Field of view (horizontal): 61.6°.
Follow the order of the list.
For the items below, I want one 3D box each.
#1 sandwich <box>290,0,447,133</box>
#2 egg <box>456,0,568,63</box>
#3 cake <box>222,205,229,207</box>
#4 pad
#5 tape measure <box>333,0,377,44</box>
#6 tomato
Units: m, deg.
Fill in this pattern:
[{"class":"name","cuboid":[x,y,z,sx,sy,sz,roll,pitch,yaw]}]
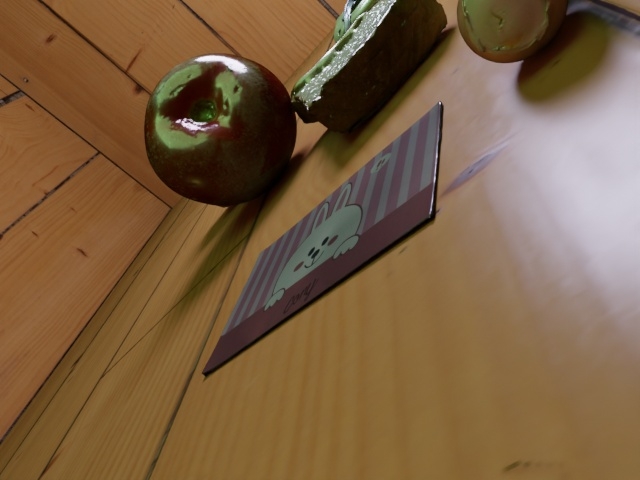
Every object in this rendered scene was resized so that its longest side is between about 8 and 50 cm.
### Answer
[{"class":"sandwich","cuboid":[0.058,-0.258,0.792,0.226,0.087,0.251,-50,19,6]},{"class":"egg","cuboid":[0.147,-0.180,0.412,0.080,0.080,0.096,-38,8,35]},{"class":"cake","cuboid":[-0.193,-0.207,1.162,0.260,0.179,0.156,-44,17,15]},{"class":"pad","cuboid":[0.000,0.000,0.525,0.300,0.005,0.202,-38,20,35]},{"class":"tape measure","cuboid":[0.096,-0.462,1.104,0.175,0.106,0.200,-43,19,32]},{"class":"tomato","cuboid":[-0.170,-0.189,0.963,0.270,0.270,0.222,-51,-16,-4]}]
